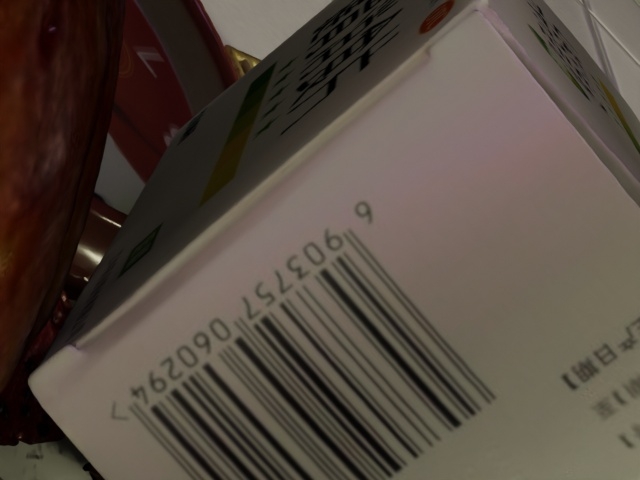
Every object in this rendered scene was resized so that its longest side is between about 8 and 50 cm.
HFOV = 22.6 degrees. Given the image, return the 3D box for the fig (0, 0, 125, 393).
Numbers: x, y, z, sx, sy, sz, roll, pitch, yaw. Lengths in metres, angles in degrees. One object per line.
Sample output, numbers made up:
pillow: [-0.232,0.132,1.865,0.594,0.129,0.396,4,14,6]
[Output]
fig: [-0.162,-0.055,0.466,0.224,0.224,0.263,19,44,-54]

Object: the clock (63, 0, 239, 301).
clock: [-0.150,-0.103,0.754,0.318,0.080,0.318,46,24,-27]

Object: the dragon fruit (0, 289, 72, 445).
dragon fruit: [-0.137,0.032,0.622,0.131,0.063,0.097,12,72,-69]

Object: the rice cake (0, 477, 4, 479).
rice cake: [-0.044,0.189,0.542,0.290,0.051,0.081,50,-12,-5]

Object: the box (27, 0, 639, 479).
box: [0.032,-0.005,0.592,0.145,0.173,0.333,50,13,-11]

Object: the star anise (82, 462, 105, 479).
star anise: [-0.045,0.115,0.600,0.157,0.053,0.212,59,-4,7]

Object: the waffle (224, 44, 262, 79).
waffle: [-0.018,-0.062,1.028,0.092,0.021,0.135,15,42,-54]
